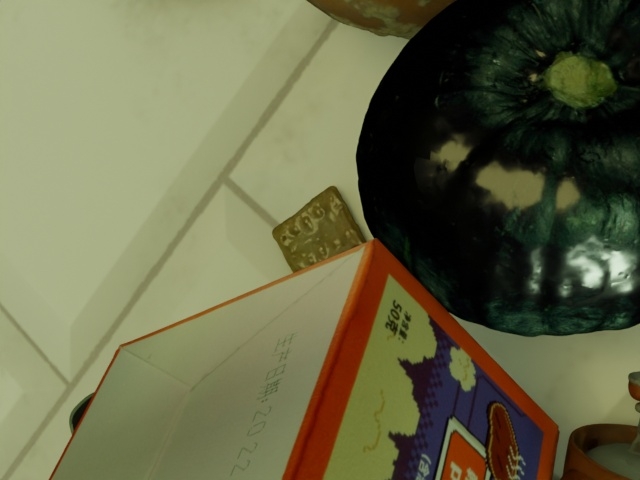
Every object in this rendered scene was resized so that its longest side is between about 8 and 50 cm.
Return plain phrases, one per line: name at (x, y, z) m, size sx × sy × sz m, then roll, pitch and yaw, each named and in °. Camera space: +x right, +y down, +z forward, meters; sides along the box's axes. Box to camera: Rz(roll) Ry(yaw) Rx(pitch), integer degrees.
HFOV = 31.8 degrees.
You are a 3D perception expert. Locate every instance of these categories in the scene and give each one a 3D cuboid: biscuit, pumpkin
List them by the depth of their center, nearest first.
pumpkin at (0.184, -0.064, 0.876) m, size 0.315 × 0.238 × 0.315 m, roll -4°, pitch 55°, yaw 5°
biscuit at (0.000, 0.000, 1.091) m, size 0.083 × 0.018 × 0.081 m, roll -37°, pitch 67°, yaw 17°

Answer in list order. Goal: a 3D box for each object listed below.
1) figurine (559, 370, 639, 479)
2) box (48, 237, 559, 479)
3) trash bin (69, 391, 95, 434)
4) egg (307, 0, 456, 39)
figurine at (0.249, 0.236, 0.872) m, size 0.143 × 0.143 × 0.271 m, roll 2°, pitch 111°, yaw 28°
box at (-0.037, 0.241, 0.826) m, size 0.319 × 0.257 × 0.348 m, roll -23°, pitch 32°, yaw 37°
trash bin at (-0.165, 0.202, 1.080) m, size 0.059 × 0.130 × 0.116 m, roll -39°, pitch 67°, yaw 17°
egg at (0.073, -0.280, 0.990) m, size 0.245 × 0.203 × 0.203 m, roll -5°, pitch 79°, yaw 3°
